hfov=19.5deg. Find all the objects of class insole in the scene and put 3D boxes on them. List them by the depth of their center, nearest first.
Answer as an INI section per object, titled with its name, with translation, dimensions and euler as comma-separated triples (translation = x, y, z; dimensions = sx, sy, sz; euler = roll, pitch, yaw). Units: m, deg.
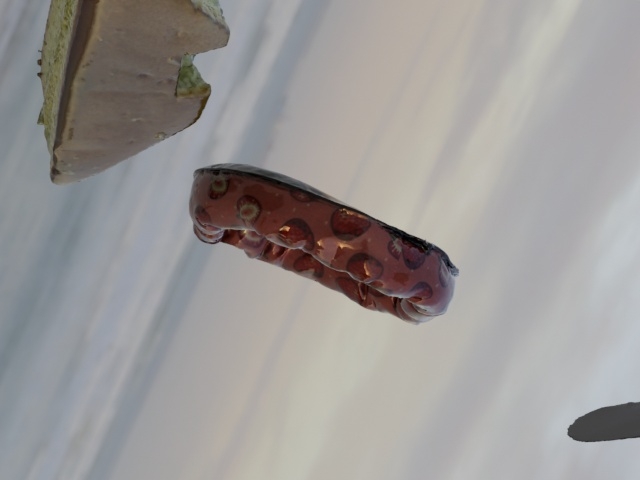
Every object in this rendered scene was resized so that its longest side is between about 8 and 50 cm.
[insole]
translation = 0.258, 0.096, 1.096
dimensions = 0.080, 0.232, 0.003
euler = -49, 126, -67

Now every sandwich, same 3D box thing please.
[sandwich]
translation = -0.108, -0.127, 1.066
dimensions = 0.244, 0.088, 0.090
euler = 114, -32, -57

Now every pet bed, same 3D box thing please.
[pet bed]
translation = 0.000, 0.000, 1.232
dimensions = 0.201, 0.201, 0.053
euler = 132, -21, -81
